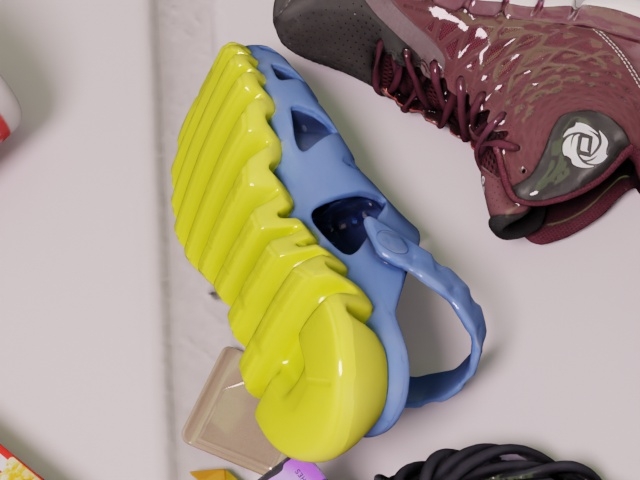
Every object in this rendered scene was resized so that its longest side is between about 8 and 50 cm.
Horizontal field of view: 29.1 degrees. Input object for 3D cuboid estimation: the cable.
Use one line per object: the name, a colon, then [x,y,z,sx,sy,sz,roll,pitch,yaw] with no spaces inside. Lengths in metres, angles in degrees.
cable: [0.112,0.165,0.646,0.184,0.047,0.150,32,45,12]

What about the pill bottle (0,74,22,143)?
pill bottle: [-0.353,-0.046,0.813,0.161,0.161,0.283,40,77,25]

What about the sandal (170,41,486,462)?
sandal: [0.000,0.000,0.762,0.138,0.126,0.317,5,46,-31]

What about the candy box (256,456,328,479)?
candy box: [-0.035,0.239,0.661,0.196,0.070,0.165,-36,63,-9]

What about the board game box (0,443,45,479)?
board game box: [-0.253,0.172,0.750,0.193,0.045,0.147,32,73,23]

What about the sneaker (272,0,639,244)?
sneaker: [0.090,-0.084,0.781,0.281,0.106,0.162,9,69,14]

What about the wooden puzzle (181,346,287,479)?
wooden puzzle: [-0.041,0.108,0.761,0.078,0.014,0.116,27,72,17]
